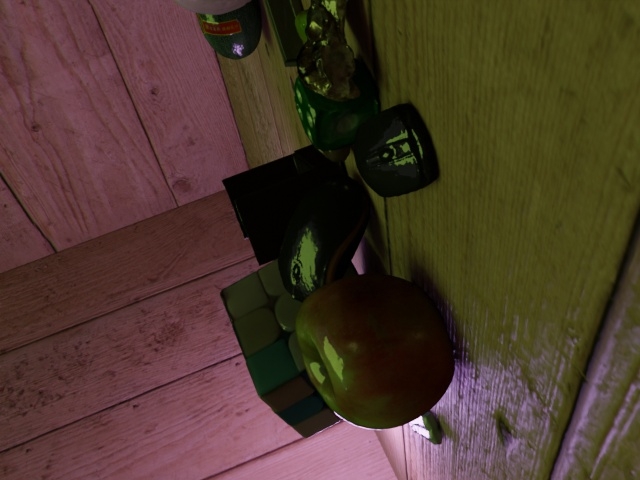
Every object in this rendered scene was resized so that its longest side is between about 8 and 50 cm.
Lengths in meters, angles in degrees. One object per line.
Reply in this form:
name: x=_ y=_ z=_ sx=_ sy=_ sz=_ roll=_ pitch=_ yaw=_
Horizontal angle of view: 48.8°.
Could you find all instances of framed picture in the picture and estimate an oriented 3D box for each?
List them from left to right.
framed picture: x=-0.086 y=-0.534 z=1.677 sx=0.335 sy=0.022 sz=0.248 roll=-136 pitch=27 yaw=-72

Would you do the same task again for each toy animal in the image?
toy animal: x=0.016 y=-0.264 z=1.520 sx=0.214 sy=0.093 sz=0.186 roll=64 pitch=179 yaw=-26

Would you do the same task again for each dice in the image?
dice: x=0.027 y=-0.250 z=1.282 sx=0.128 sy=0.130 sz=0.120 roll=88 pitch=158 yaw=-66

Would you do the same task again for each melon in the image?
melon: x=-0.260 y=-0.648 z=1.977 sx=0.182 sy=0.182 sz=0.288 roll=-121 pitch=14 yaw=-50

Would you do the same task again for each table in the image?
table: x=-0.081 y=-0.105 z=1.819 sx=0.250 sy=0.281 sz=0.196 roll=-130 pitch=19 yaw=-67

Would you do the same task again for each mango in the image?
mango: x=-0.012 y=-0.416 z=1.376 sx=0.074 sy=0.056 sz=0.108 roll=65 pitch=170 yaw=-15

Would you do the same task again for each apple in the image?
apple: x=0.116 y=0.215 z=1.423 sx=0.319 sy=0.277 sz=0.319 roll=54 pitch=158 yaw=34

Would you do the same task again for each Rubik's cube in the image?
Rubik's cube: x=-0.007 y=0.251 z=1.847 sx=0.347 sy=0.346 sz=0.344 roll=64 pitch=-176 yaw=36

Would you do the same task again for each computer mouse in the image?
computer mouse: x=-0.003 y=-0.001 z=1.639 sx=0.183 sy=0.116 sz=0.324 roll=35 pitch=109 yaw=35
computer mouse: x=0.109 y=-0.141 z=1.191 sx=0.269 sy=0.086 sz=0.138 roll=180 pitch=69 yaw=-80

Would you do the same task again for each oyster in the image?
oyster: x=0.009 y=-0.349 z=1.183 sx=0.161 sy=0.107 sz=0.233 roll=173 pitch=92 yaw=-89

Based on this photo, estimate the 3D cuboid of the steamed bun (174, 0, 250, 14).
steamed bun: x=-0.265 y=-0.690 z=1.432 sx=0.456 sy=0.289 sz=0.372 roll=95 pitch=157 yaw=-73

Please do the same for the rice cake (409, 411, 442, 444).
rice cake: x=0.273 y=0.487 z=1.872 sx=0.080 sy=0.042 sz=0.222 roll=64 pitch=170 yaw=4
